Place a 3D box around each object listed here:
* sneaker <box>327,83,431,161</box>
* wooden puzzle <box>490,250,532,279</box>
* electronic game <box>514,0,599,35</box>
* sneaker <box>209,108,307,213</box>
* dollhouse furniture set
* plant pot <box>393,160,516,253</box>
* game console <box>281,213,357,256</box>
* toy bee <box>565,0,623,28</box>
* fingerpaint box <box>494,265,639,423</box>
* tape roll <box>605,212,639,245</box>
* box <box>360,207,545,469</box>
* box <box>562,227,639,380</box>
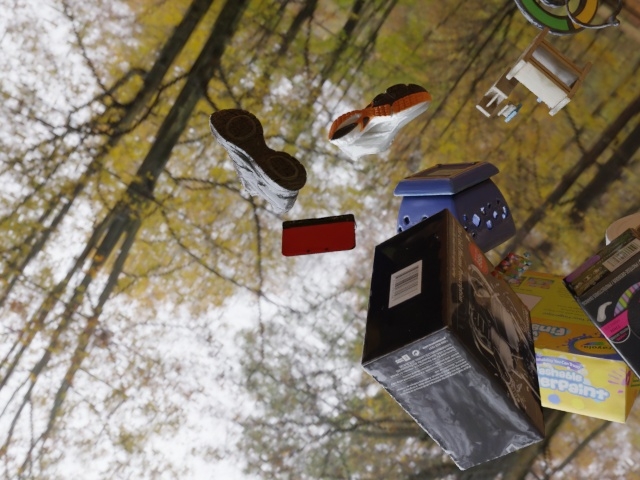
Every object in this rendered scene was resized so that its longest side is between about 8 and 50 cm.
[{"bbox_3d":[0.154,-0.273,1.992,0.121,0.262,0.099,44,-144,-40],"label":"sneaker"},{"bbox_3d":[0.352,0.047,1.545,0.049,0.083,0.006,23,-141,-15],"label":"wooden puzzle"},{"bbox_3d":[0.524,-0.566,1.893,0.229,0.229,0.048,31,159,-10],"label":"electronic game"},{"bbox_3d":[-0.148,-0.166,1.795,0.109,0.130,0.286,-24,-120,-31],"label":"sneaker"},{"bbox_3d":[0.451,-0.328,1.790,0.129,0.184,0.129,39,-121,-2],"label":"dollhouse furniture set"},{"bbox_3d":[0.336,-0.081,2.177,0.236,0.212,0.236,-23,-163,-40],"label":"plant pot"},{"bbox_3d":[0.000,0.000,1.660,0.124,0.144,0.085,67,-161,-74],"label":"game console"},{"bbox_3d":[0.437,-0.371,0.994,0.162,0.298,0.195,-20,-83,-63],"label":"toy bee"},{"bbox_3d":[0.544,0.229,2.009,0.444,0.163,0.371,7,-154,31],"label":"fingerpaint box"},{"bbox_3d":[0.725,0.056,1.765,0.246,0.169,0.246,-8,-158,3],"label":"tape roll"},{"bbox_3d":[0.247,0.175,1.556,0.312,0.179,0.343,48,-151,-25],"label":"box"},{"bbox_3d":[0.579,0.138,1.483,0.270,0.165,0.143,49,-169,-6],"label":"box"}]
